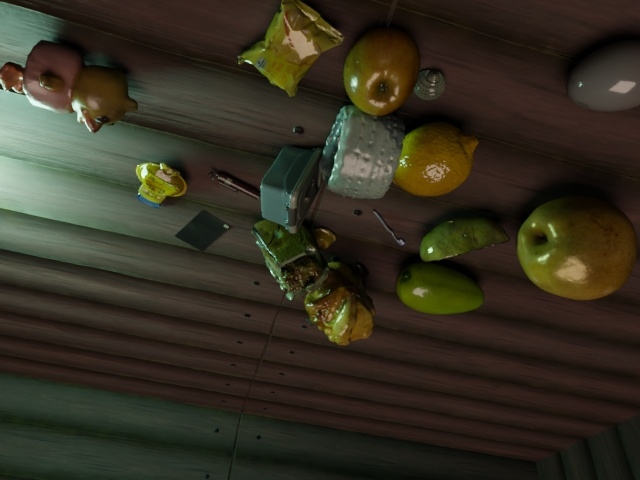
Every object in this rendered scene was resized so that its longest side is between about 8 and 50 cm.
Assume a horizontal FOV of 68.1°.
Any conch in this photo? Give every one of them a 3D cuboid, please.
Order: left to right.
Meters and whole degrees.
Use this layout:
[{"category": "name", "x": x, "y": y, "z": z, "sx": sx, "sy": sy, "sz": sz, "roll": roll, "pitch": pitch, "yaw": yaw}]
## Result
[{"category": "conch", "x": 0.259, "y": -0.366, "z": 1.136, "sx": 0.076, "sy": 0.057, "sz": 0.085, "roll": 15, "pitch": 139, "yaw": 9}]

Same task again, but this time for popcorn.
[{"category": "popcorn", "x": 0.056, "y": 0.219, "z": 1.646, "sx": 0.281, "sy": 0.297, "sz": 0.316, "roll": -39, "pitch": 157, "yaw": 21}]

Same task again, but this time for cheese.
[{"category": "cheese", "x": -0.495, "y": -0.167, "z": 1.438, "sx": 0.156, "sy": 0.064, "sz": 0.250, "roll": 29, "pitch": 143, "yaw": -24}]

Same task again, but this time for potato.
[{"category": "potato", "x": 0.434, "y": -0.017, "z": 1.469, "sx": 0.271, "sy": 0.160, "sz": 0.111, "roll": -17, "pitch": 92, "yaw": 21}]

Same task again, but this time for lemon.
[{"category": "lemon", "x": 0.285, "y": -0.206, "z": 1.214, "sx": 0.244, "sy": 0.187, "sz": 0.187, "roll": -19, "pitch": 133, "yaw": 31}]

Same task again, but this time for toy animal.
[{"category": "toy animal", "x": -0.589, "y": -0.370, "z": 1.151, "sx": 0.281, "sy": 0.195, "sz": 0.169, "roll": 25, "pitch": 96, "yaw": -15}]

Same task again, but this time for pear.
[{"category": "pear", "x": 0.728, "y": 0.021, "z": 1.349, "sx": 0.314, "sy": 0.314, "sz": 0.314, "roll": 3, "pitch": 139, "yaw": 3}]

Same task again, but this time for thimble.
[{"category": "thimble", "x": 0.098, "y": -0.216, "z": 1.206, "sx": 0.171, "sy": 0.205, "sz": 0.250, "roll": 12, "pitch": 137, "yaw": -9}]

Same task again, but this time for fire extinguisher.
[{"category": "fire extinguisher", "x": -0.263, "y": -0.169, "z": 1.438, "sx": 0.173, "sy": 0.035, "sz": 0.049, "roll": 27, "pitch": 173, "yaw": -23}]

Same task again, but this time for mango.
[{"category": "mango", "x": 0.424, "y": 0.179, "z": 1.665, "sx": 0.343, "sy": 0.156, "sz": 0.192, "roll": 16, "pitch": 139, "yaw": -14}]

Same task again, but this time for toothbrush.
[{"category": "toothbrush", "x": 0.223, "y": -0.040, "z": 1.542, "sx": 0.019, "sy": 0.013, "sz": 0.193, "roll": -28, "pitch": 130, "yaw": 24}]

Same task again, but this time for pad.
[{"category": "pad", "x": -0.407, "y": -0.030, "z": 1.631, "sx": 0.116, "sy": 0.004, "sz": 0.193, "roll": 34, "pitch": 132, "yaw": -28}]

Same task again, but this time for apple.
[{"category": "apple", "x": 0.136, "y": -0.373, "z": 1.061, "sx": 0.182, "sy": 0.155, "sz": 0.182, "roll": 5, "pitch": 138, "yaw": 4}]

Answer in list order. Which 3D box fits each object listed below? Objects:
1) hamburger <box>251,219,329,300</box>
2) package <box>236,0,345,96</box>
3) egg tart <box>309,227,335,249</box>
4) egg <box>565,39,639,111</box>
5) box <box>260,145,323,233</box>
[{"category": "hamburger", "x": -0.088, "y": 0.047, "z": 1.531, "sx": 0.192, "sy": 0.288, "sz": 0.168, "roll": -20, "pitch": 140, "yaw": -21}, {"category": "package", "x": -0.071, "y": -0.433, "z": 1.064, "sx": 0.168, "sy": 0.090, "sz": 0.226, "roll": 29, "pitch": 136, "yaw": -22}, {"category": "egg tart", "x": 0.000, "y": 0.000, "z": 1.595, "sx": 0.105, "sy": 0.039, "sz": 0.105, "roll": 2, "pitch": 141, "yaw": 2}, {"category": "egg", "x": 0.646, "y": -0.356, "z": 1.033, "sx": 0.198, "sy": 0.146, "sz": 0.146, "roll": -4, "pitch": 139, "yaw": 21}, {"category": "box", "x": -0.071, "y": -0.148, "z": 1.302, "sx": 0.130, "sy": 0.227, "sz": 0.162, "roll": 18, "pitch": 141, "yaw": 10}]
